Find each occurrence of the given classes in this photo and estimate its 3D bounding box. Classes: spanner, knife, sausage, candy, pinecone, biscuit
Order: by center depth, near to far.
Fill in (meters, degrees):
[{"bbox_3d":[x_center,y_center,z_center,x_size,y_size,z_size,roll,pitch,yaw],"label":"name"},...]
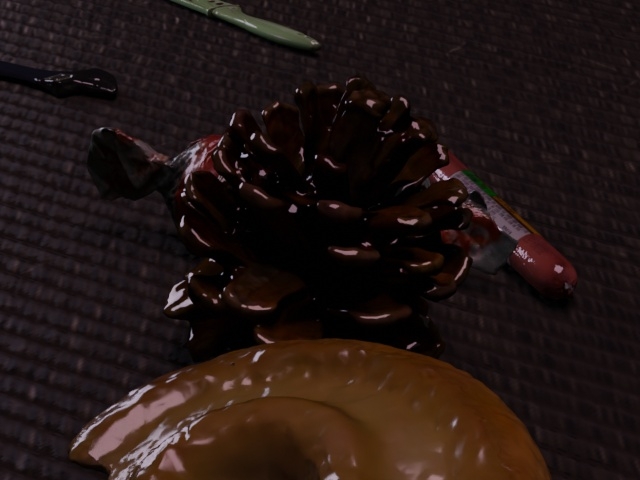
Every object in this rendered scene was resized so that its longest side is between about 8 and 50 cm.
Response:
[{"bbox_3d":[0.002,0.131,0.873,0.213,0.091,0.274,-27,33,-17],"label":"biscuit"},{"bbox_3d":[0.001,0.001,1.056,0.179,0.195,0.150,27,14,15],"label":"pinecone"},{"bbox_3d":[-0.015,-0.025,1.196,0.292,0.086,0.059,8,31,10],"label":"candy"},{"bbox_3d":[0.117,-0.016,1.257,0.029,0.029,0.223,-8,31,-22],"label":"sausage"},{"bbox_3d":[-0.256,-0.139,1.453,0.208,0.012,0.046,13,29,17],"label":"spanner"},{"bbox_3d":[-0.077,-0.197,1.585,0.207,0.014,0.030,24,35,33],"label":"knife"}]
